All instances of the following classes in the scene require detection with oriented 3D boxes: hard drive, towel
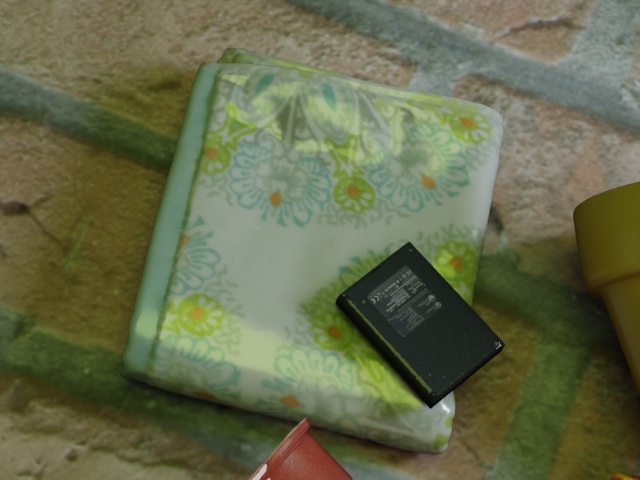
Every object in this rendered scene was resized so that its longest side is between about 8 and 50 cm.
[{"bbox_3d":[0.093,0.078,1.637,0.094,0.022,0.135,-37,74,-21],"label":"hard drive"},{"bbox_3d":[0.000,0.000,1.720,0.320,0.090,0.374,12,64,2],"label":"towel"}]

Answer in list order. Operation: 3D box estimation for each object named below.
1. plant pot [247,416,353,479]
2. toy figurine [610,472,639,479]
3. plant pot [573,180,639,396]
[{"bbox_3d":[0.001,0.336,1.475,0.265,0.272,0.272,39,67,5],"label":"plant pot"},{"bbox_3d":[0.242,0.268,1.610,0.159,0.130,0.173,-3,42,4],"label":"toy figurine"},{"bbox_3d":[0.378,0.067,1.648,0.254,0.254,0.239,-5,80,-8],"label":"plant pot"}]
